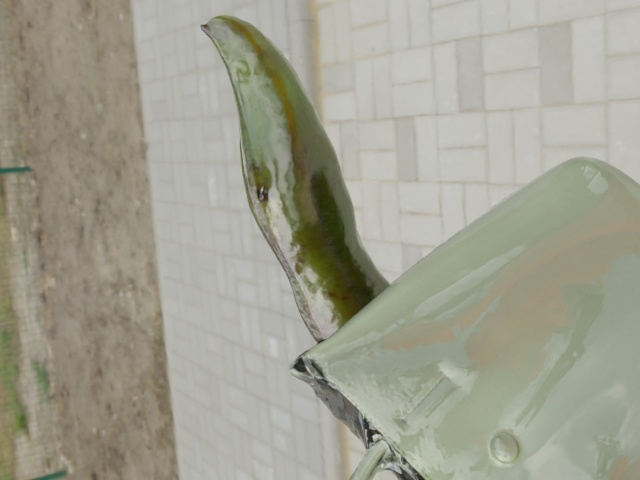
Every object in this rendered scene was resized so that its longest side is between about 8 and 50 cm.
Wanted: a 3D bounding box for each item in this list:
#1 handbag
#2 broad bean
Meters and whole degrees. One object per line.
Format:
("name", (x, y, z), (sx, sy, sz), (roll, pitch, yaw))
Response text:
("handbag", (0.124, 0.099, 0.469), (0.241, 0.315, 0.109), (41, 150, 20))
("broad bean", (0.000, 0.000, 0.588), (0.061, 0.077, 0.339), (11, 130, 60))
